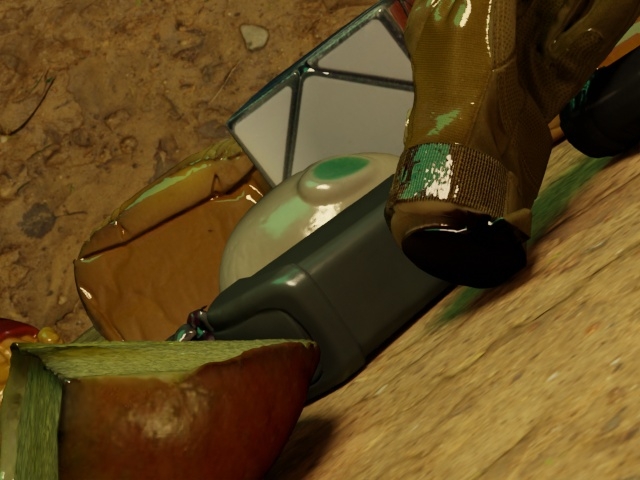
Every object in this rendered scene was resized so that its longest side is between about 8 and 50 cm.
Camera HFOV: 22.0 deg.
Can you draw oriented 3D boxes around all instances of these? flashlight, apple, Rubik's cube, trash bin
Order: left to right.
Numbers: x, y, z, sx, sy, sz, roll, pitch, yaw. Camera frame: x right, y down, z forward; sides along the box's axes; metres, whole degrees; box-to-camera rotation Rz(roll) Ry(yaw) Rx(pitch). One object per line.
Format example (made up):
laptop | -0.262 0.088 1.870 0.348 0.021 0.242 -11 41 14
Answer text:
apple | -0.127 0.129 1.107 0.254 0.179 0.346 -52 11 -12
trash bin | 0.024 0.031 1.324 0.236 0.101 0.177 -38 5 -20
Rubik's cube | 0.056 -0.115 1.677 0.205 0.207 0.205 -34 9 18
flashlight | 0.260 -0.119 1.209 0.093 0.093 0.232 -41 2 -24

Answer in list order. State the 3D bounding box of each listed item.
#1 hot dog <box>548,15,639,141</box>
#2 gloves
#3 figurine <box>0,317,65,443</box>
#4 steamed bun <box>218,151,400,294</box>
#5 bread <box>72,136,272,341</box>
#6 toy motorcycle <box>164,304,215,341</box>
hot dog | 0.273 -0.171 1.514 0.249 0.068 0.100 -34 6 24
gloves | 0.134 -0.133 1.203 0.141 0.154 0.331 149 140 -68
figurine | -0.443 0.215 2.074 0.320 0.196 0.323 -36 -7 -47
steamed bun | 0.000 0.000 1.516 0.228 0.131 0.177 -39 6 3
bread | -0.116 0.011 1.810 0.288 0.204 0.156 -40 -5 15
toy motorcycle | -0.110 0.122 1.508 0.122 0.082 0.213 -39 18 -15
